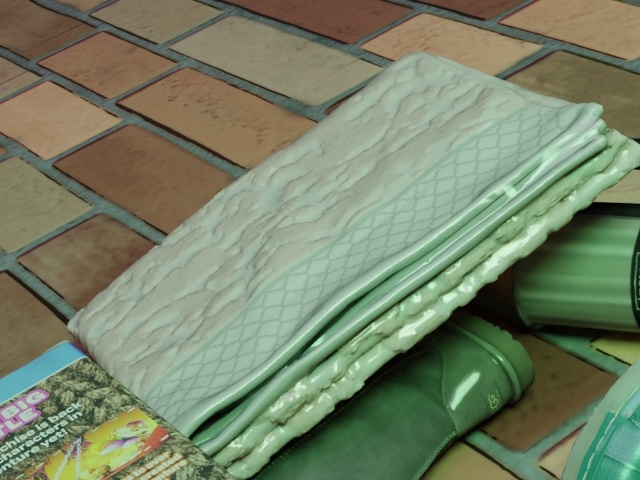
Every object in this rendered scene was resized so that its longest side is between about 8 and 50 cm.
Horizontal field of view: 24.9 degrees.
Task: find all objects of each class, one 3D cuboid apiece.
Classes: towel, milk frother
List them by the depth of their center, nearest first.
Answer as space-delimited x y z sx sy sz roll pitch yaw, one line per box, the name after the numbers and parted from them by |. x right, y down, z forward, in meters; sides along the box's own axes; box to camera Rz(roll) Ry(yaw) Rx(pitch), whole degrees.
0.214 0.002 0.933 0.135 0.129 0.143 5 -7 31 | milk frother
0.000 0.000 0.937 0.332 0.053 0.317 -38 21 -9 | towel

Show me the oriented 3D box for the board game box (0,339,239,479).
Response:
-0.135 0.208 0.696 0.232 0.141 0.291 -30 33 -23 | board game box

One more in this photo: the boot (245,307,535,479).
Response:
0.003 0.109 0.878 0.208 0.076 0.190 -40 35 -24 | boot

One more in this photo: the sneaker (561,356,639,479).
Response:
0.263 0.087 0.738 0.302 0.108 0.121 -27 27 -20 | sneaker
